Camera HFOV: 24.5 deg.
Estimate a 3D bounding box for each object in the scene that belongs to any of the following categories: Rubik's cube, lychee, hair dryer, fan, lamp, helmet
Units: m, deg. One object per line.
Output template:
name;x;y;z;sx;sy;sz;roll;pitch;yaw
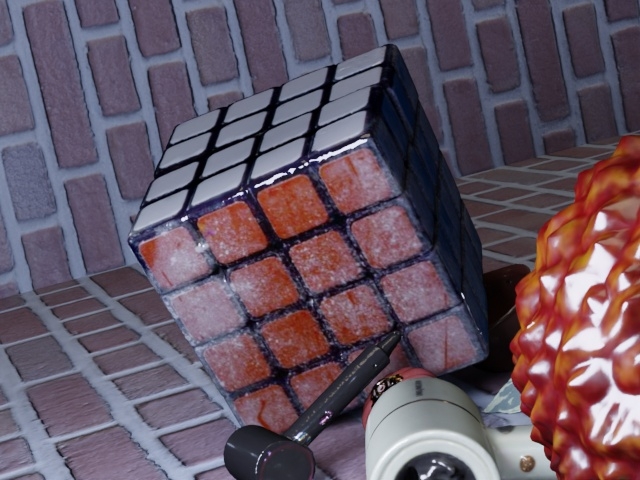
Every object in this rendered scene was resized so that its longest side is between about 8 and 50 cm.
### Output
Rubik's cube;0.000;0.000;1.883;0.344;0.344;0.337;-20;22;15
lychee;0.333;0.098;1.069;0.500;0.424;0.424;-40;3;15
hair dryer;0.225;0.209;1.443;0.362;0.128;0.203;-4;9;2
fan;0.299;0.146;1.791;0.240;0.009;0.131;-35;21;-16
lamp;0.098;0.196;1.698;0.107;0.092;0.107;-34;29;21
hair dryer;-0.003;0.187;1.683;0.248;0.070;0.114;-47;21;-16
helmet;0.232;0.116;1.943;0.155;0.106;0.175;-44;22;-21
